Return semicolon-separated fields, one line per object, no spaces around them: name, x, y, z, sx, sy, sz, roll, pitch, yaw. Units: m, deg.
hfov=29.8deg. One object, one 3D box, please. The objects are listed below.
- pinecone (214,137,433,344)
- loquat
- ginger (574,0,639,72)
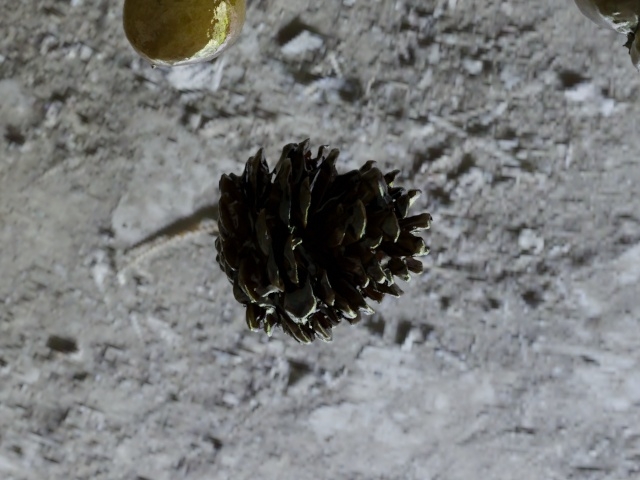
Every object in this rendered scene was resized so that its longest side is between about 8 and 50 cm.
pinecone;0.000;0.000;0.911;0.173;0.174;0.174;7;136;7
loquat;-0.155;-0.260;1.343;0.141;0.141;0.141;7;136;7
ginger;0.375;-0.385;1.416;0.176;0.375;0.256;-8;-175;-25
